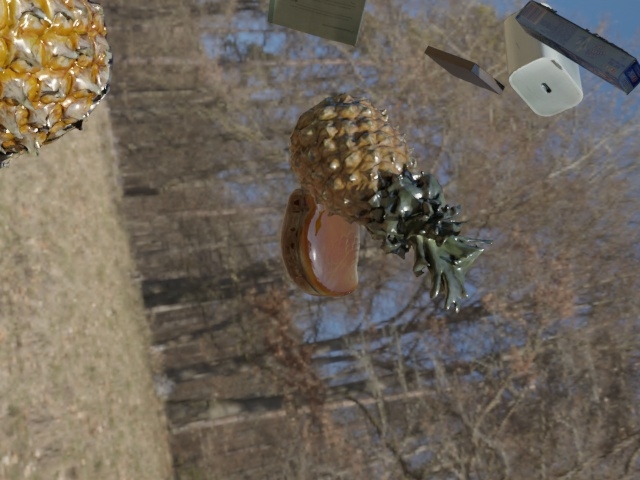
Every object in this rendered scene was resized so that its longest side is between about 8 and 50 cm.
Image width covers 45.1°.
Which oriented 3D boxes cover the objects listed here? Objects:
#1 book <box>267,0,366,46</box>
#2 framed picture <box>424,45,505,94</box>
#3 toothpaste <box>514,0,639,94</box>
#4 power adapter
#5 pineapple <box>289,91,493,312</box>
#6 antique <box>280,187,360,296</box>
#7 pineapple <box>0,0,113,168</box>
[{"bbox_3d":[0.002,-0.546,1.616,0.282,0.215,0.025,108,-2,-54],"label":"book"},{"bbox_3d":[0.338,-0.402,1.818,0.168,0.128,0.023,39,-79,48],"label":"framed picture"},{"bbox_3d":[0.474,-0.362,1.427,0.053,0.066,0.272,-49,-131,9],"label":"toothpaste"},{"bbox_3d":[0.521,-0.448,1.824,0.124,0.187,0.255,-23,-131,34],"label":"power adapter"},{"bbox_3d":[0.101,-0.051,1.044,0.340,0.169,0.169,50,-38,29],"label":"pineapple"},{"bbox_3d":[0.000,0.000,1.763,0.129,0.223,0.278,1,-64,40],"label":"antique"},{"bbox_3d":[-0.496,-0.301,1.108,0.300,0.352,0.352,34,36,-63],"label":"pineapple"}]
